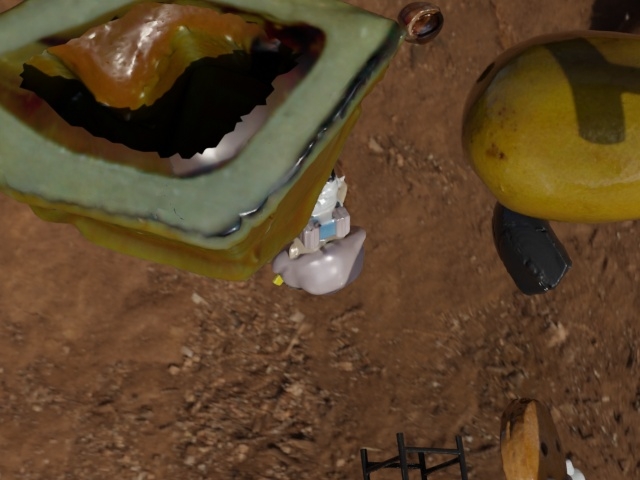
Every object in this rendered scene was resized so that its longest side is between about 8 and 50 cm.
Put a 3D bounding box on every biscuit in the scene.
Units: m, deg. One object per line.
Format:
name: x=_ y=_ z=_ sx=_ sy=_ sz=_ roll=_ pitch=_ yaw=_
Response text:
biscuit: x=0.232 y=0.312 z=0.893 sx=0.049 sy=0.205 sz=0.324 roll=-19 pitch=67 yaw=29

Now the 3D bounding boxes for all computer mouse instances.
computer mouse: x=0.381 y=-0.002 z=1.730 sx=0.122 sy=0.073 sz=0.217 roll=-44 pitch=63 yaw=45

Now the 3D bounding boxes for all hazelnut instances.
hazelnut: x=0.177 y=-0.386 z=1.636 sx=0.086 sy=0.086 sz=0.086 roll=-6 pitch=71 yaw=17

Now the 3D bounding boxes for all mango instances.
mango: x=0.429 y=-0.174 z=1.404 sx=0.445 sy=0.232 sz=0.300 roll=-4 pitch=103 yaw=28

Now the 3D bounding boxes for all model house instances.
model house: x=-0.102 y=-0.071 z=0.638 sx=0.268 sy=0.239 sz=0.173 roll=18 pitch=80 yaw=2

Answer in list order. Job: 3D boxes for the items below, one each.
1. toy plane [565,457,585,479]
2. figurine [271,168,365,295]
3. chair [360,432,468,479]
toy plane: x=0.383 y=0.440 z=1.593 sx=0.174 sy=0.174 sz=0.080 roll=-38 pitch=51 yaw=4
figurine: x=0.000 y=0.000 z=1.229 sx=0.137 sy=0.229 sz=0.112 roll=-27 pitch=51 yaw=-23
chair: x=0.171 y=0.467 z=1.551 sx=0.141 sy=0.154 sz=0.260 roll=-40 pitch=49 yaw=51
